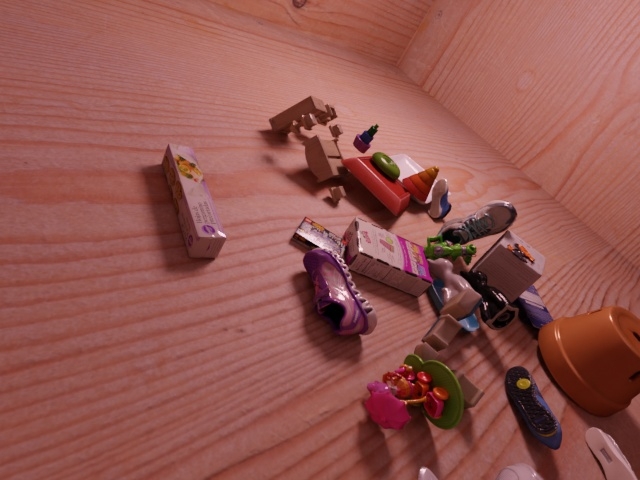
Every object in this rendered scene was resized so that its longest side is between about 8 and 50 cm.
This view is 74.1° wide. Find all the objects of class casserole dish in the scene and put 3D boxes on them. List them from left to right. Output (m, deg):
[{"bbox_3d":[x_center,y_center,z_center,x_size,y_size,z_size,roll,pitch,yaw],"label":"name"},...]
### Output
[{"bbox_3d":[0.365,0.184,1.181,0.114,0.037,0.188,12,39,-29],"label":"casserole dish"}]

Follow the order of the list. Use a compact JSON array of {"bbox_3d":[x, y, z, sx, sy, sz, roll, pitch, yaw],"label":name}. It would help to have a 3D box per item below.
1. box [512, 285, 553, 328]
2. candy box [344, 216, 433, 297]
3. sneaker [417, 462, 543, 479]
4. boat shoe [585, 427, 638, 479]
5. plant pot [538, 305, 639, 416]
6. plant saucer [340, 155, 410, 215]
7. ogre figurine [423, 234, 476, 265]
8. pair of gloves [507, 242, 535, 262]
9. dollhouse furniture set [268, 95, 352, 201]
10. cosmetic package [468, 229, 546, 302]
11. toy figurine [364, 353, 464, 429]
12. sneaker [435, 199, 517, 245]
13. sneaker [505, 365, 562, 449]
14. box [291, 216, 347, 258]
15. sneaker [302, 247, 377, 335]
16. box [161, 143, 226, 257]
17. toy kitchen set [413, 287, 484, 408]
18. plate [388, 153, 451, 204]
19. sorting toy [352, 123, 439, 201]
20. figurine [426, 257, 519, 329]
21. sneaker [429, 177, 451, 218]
[{"bbox_3d":[0.703,0.223,1.417,0.137,0.036,0.225,20,35,-19],"label":"box"},{"bbox_3d":[0.184,0.046,1.172,0.234,0.071,0.159,24,35,-16],"label":"candy box"},{"bbox_3d":[0.223,0.424,0.656,0.210,0.137,0.366,47,39,15],"label":"sneaker"},{"bbox_3d":[0.701,0.536,0.998,0.063,0.066,0.184,21,25,-17],"label":"boat shoe"},{"bbox_3d":[0.811,0.319,1.203,0.291,0.203,0.290,21,42,-20],"label":"plant pot"},{"bbox_3d":[0.211,-0.208,1.479,0.258,0.047,0.259,45,24,7],"label":"plant saucer"},{"bbox_3d":[0.384,0.034,1.307,0.118,0.096,0.197,3,16,-7],"label":"ogre figurine"},{"bbox_3d":[0.594,0.036,1.253,0.083,0.010,0.074,-8,51,-42],"label":"pair of gloves"},{"bbox_3d":[-0.013,-0.287,1.466,0.303,0.174,0.355,-22,90,-66],"label":"dollhouse furniture set"},{"bbox_3d":[0.583,0.095,1.345,0.151,0.183,0.151,42,35,12],"label":"cosmetic package"},{"bbox_3d":[0.154,0.293,0.812,0.159,0.130,0.173,0,23,-28],"label":"toy figurine"},{"bbox_3d":[0.502,-0.034,1.387,0.122,0.283,0.110,-33,92,-43],"label":"sneaker"},{"bbox_3d":[0.507,0.398,1.015,0.082,0.069,0.209,57,14,-26],"label":"sneaker"},{"bbox_3d":[0.000,0.000,1.114,0.137,0.027,0.094,31,32,-3],"label":"box"},{"bbox_3d":[0.021,0.114,0.934,0.105,0.095,0.236,-12,55,-38],"label":"sneaker"},{"bbox_3d":[-0.293,-0.099,0.958,0.063,0.067,0.323,3,45,-37],"label":"box"},{"bbox_3d":[0.326,0.248,0.974,0.166,0.122,0.207,41,73,10],"label":"toy kitchen set"},{"bbox_3d":[0.375,-0.247,1.736,0.278,0.045,0.277,46,36,18],"label":"plate"},{"bbox_3d":[0.288,-0.289,1.514,0.366,0.126,0.127,34,29,-19],"label":"sorting toy"},{"bbox_3d":[0.410,0.133,1.188,0.215,0.092,0.209,19,28,-20],"label":"figurine"},{"bbox_3d":[0.467,-0.157,1.622,0.058,0.152,0.085,10,2,42],"label":"sneaker"}]
